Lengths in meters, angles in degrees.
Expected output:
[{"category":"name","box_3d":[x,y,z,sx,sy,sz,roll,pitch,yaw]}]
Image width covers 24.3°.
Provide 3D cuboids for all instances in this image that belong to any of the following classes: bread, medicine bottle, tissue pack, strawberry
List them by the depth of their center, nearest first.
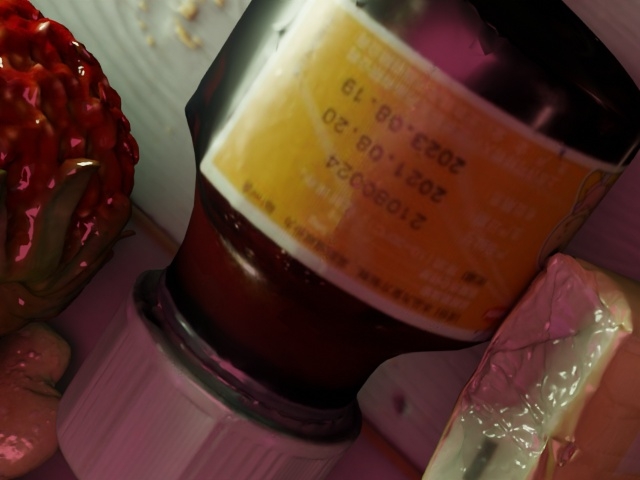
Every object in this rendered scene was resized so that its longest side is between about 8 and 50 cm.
[{"category":"tissue pack","box_3d":[0.182,0.118,0.875,0.186,0.222,0.090,-60,40,12]},{"category":"medicine bottle","box_3d":[0.000,0.000,0.903,0.242,0.242,0.395,40,112,7]},{"category":"strawberry","box_3d":[-0.271,-0.087,0.941,0.292,0.292,0.344,-27,66,10]},{"category":"bread","box_3d":[-0.287,0.136,0.994,0.250,0.182,0.039,-13,132,10]}]
